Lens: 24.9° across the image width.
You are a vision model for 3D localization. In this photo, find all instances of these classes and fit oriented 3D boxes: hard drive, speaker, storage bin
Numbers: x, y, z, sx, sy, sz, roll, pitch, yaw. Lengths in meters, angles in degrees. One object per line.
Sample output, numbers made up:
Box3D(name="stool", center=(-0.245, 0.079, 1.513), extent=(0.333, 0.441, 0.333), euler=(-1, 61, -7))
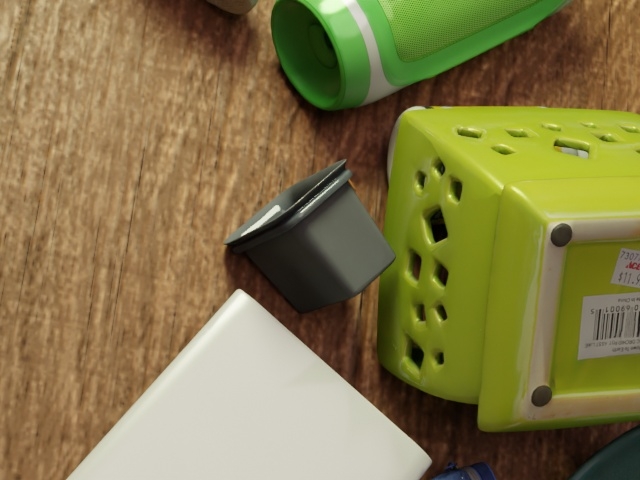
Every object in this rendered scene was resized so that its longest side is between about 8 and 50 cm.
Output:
Box3D(name="hard drive", center=(-0.088, 0.221, 1.107), extent=(0.210, 0.040, 0.318), euler=(42, 66, -1))
Box3D(name="speaker", center=(0.106, -0.221, 1.289), extent=(0.297, 0.131, 0.131), euler=(-28, 82, -25))
Box3D(name="storage bin", center=(0.000, 0.000, 1.178), extent=(0.098, 0.135, 0.091), euler=(-42, 99, -26))

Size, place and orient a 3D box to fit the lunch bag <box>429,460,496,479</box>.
Box3D(name="lunch bag", center=(0.118, 0.225, 1.166), extent=(0.065, 0.067, 0.098), euler=(-13, 75, -23))

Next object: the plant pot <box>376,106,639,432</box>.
Box3D(name="plant pot", center=(0.190, 0.027, 1.134), extent=(0.228, 0.207, 0.227), euler=(-2, 108, -20))

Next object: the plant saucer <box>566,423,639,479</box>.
Box3D(name="plant saucer", center=(0.262, 0.235, 1.078), extent=(0.043, 0.318, 0.317), euler=(47, 61, -24))

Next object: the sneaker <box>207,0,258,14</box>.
Box3D(name="sneaker", center=(-0.122, -0.345, 1.265), extent=(0.292, 0.108, 0.169), euler=(43, 67, 1))

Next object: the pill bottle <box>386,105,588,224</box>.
Box3D(name="pill bottle", center=(0.158, -0.066, 1.263), extent=(0.184, 0.103, 0.103), euler=(-2, 72, -19))
